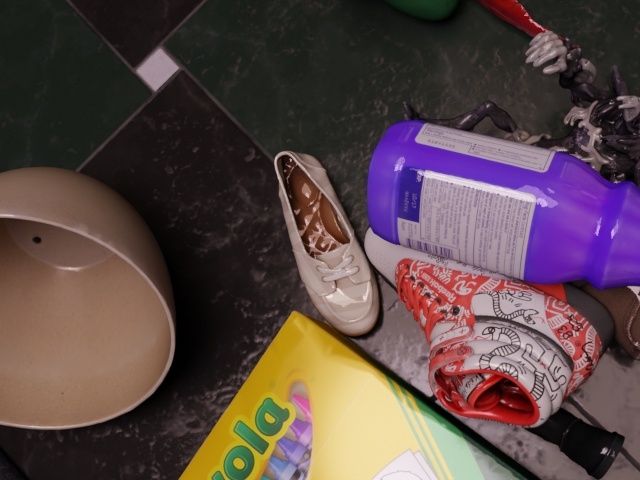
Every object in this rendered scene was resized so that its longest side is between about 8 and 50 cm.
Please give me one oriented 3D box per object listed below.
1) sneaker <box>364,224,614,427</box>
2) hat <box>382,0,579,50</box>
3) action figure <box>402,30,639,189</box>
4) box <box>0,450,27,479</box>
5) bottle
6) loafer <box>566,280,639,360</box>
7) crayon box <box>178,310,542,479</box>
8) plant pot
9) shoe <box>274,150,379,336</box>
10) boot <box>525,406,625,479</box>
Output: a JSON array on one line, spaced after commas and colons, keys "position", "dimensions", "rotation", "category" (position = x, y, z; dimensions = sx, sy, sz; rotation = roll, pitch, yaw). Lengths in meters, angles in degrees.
[{"position": [0.120, 0.069, 0.761], "dimensions": [0.270, 0.090, 0.145], "rotation": [27, 50, 29], "category": "sneaker"}, {"position": [0.133, -0.263, 0.920], "dimensions": [0.173, 0.184, 0.208], "rotation": [-35, 29, -3], "category": "hat"}, {"position": [0.225, -0.102, 0.796], "dimensions": [0.275, 0.141, 0.164], "rotation": [-10, 71, 16], "category": "action figure"}, {"position": [-0.446, 0.345, 0.850], "dimensions": [0.143, 0.165, 0.270], "rotation": [38, 88, 20], "category": "box"}, {"position": [0.182, -0.022, 0.702], "dimensions": [0.282, 0.118, 0.092], "rotation": [15, 48, 21], "category": "bottle"}, {"position": [0.413, 0.007, 0.733], "dimensions": [0.365, 0.134, 0.130], "rotation": [-25, 75, 18], "category": "loafer"}, {"position": [0.007, 0.305, 0.765], "dimensions": [0.313, 0.106, 0.363], "rotation": [34, 89, 19], "category": "crayon box"}, {"position": [-0.286, 0.034, 0.856], "dimensions": [0.284, 0.284, 0.191], "rotation": [-18, 36, 10], "category": "plant pot"}, {"position": [0.000, 0.000, 0.872], "dimensions": [0.076, 0.058, 0.219], "rotation": [-25, 71, 8], "category": "shoe"}, {"position": [0.216, 0.169, 0.743], "dimensions": [0.099, 0.121, 0.045], "rotation": [32, 85, 13], "category": "boot"}]
